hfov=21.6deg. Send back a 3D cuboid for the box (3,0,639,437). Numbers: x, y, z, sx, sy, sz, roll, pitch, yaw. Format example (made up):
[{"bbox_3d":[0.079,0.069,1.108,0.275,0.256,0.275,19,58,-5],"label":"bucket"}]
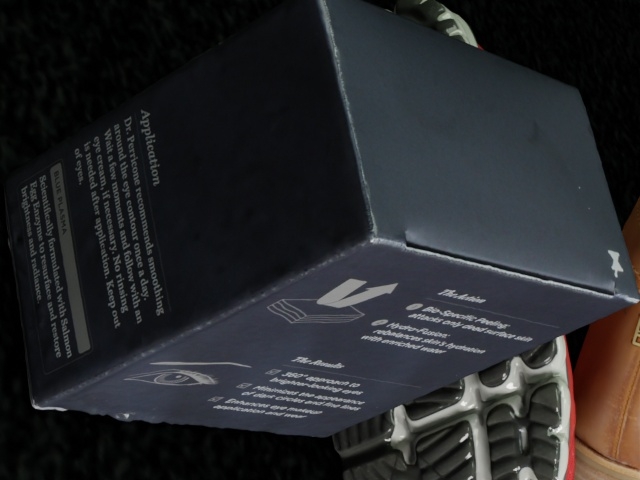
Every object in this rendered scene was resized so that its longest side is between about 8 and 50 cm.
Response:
[{"bbox_3d":[0.000,0.000,0.598,0.156,0.158,0.093,13,58,-49],"label":"box"}]

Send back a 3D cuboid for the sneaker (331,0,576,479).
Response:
[{"bbox_3d":[0.072,0.025,0.730,0.118,0.107,0.279,32,47,-50],"label":"sneaker"}]

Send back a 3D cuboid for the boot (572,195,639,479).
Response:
[{"bbox_3d":[0.193,0.018,0.790,0.283,0.109,0.220,-25,131,-51],"label":"boot"}]
